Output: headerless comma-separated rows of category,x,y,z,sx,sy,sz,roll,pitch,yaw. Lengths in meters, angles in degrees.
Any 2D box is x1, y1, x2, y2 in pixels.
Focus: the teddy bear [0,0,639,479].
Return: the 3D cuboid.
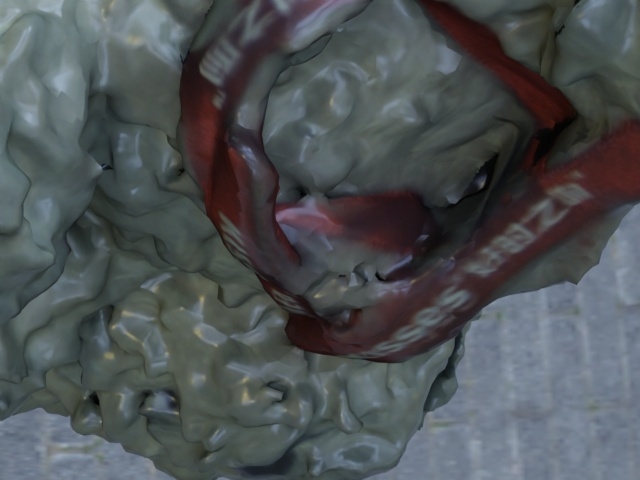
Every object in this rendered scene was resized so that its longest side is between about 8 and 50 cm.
teddy bear,0.000,0.000,0.617,0.357,0.368,0.224,-11,51,-4
